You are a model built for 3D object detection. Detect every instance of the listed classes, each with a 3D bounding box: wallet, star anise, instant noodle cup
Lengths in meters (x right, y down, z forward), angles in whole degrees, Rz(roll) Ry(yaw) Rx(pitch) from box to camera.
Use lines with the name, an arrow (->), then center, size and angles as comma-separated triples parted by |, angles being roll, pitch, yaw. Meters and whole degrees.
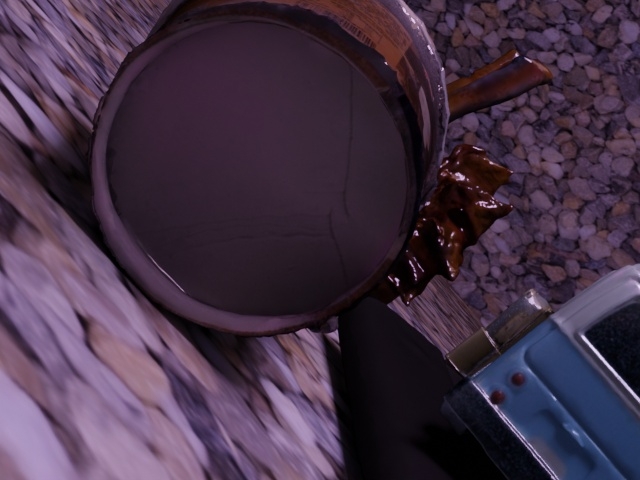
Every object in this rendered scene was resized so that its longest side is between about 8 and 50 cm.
wallet -> 0.142, 0.104, 0.992 | 0.039, 0.155, 0.110 | 51, 7, 11
wallet -> 0.105, 0.174, 0.736 | 0.228, 0.062, 0.406 | 47, 6, -12
star anise -> 0.101, -0.055, 1.073 | 0.148, 0.346, 0.237 | 32, 46, -12
instant noodle cup -> -0.026, -0.057, 0.648 | 0.217, 0.217, 0.207 | 48, 13, -8

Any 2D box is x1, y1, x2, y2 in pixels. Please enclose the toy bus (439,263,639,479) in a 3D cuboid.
toy bus -> 0.192, 0.105, 0.721 | 0.133, 0.165, 0.271 | 50, 8, 16
